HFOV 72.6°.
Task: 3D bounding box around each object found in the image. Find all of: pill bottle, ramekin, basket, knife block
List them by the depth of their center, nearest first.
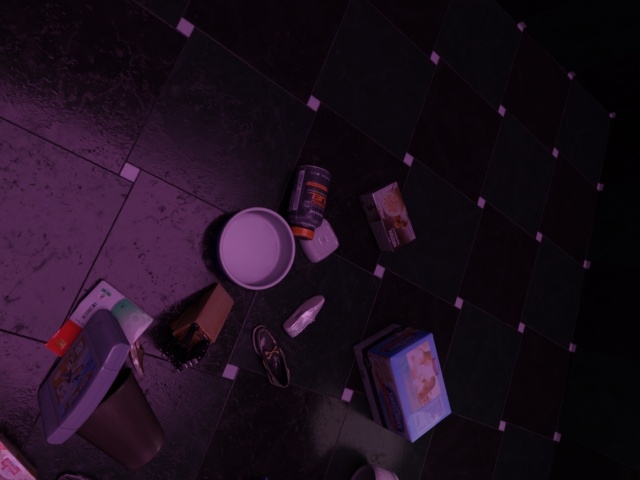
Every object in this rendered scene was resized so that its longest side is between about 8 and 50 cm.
[{"bbox_3d":[-0.551,0.507,1.209,0.204,0.154,0.227,-37,111,-25],"label":"basket"},{"bbox_3d":[-0.345,0.253,1.279,0.275,0.242,0.088,-43,111,-25],"label":"knife block"},{"bbox_3d":[-0.047,-0.126,1.526,0.130,0.130,0.246,16,78,-30],"label":"pill bottle"},{"bbox_3d":[0.190,0.944,1.627,0.109,0.207,0.207,38,71,-16],"label":"ramekin"}]

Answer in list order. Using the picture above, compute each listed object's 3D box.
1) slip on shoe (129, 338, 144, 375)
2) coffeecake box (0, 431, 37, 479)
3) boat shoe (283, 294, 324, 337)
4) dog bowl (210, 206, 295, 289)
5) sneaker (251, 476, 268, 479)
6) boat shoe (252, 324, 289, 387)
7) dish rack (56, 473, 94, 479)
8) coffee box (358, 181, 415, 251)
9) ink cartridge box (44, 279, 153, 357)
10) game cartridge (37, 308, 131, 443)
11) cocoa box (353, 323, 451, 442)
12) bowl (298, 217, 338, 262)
[{"bbox_3d":[-0.535,0.329,1.276,0.041,0.051,0.136,-19,91,-28],"label":"slip on shoe"},{"bbox_3d":[-0.836,0.602,1.076,0.185,0.068,0.142,-38,107,-27],"label":"coffeecake box"},{"bbox_3d":[-0.050,0.274,1.567,0.184,0.066,0.063,-44,125,-27],"label":"boat shoe"},{"bbox_3d":[-0.222,0.026,1.438,0.264,0.104,0.265,0,89,-31],"label":"dog bowl"},{"bbox_3d":[-0.231,0.834,1.461,0.135,0.052,0.058,-7,83,-39],"label":"sneaker"},{"bbox_3d":[-0.163,0.396,1.490,0.081,0.068,0.228,-26,103,-29],"label":"boat shoe"},{"bbox_3d":[-0.693,0.780,1.159,0.208,0.074,0.272,46,67,-24],"label":"dish rack"},{"bbox_3d":[0.267,-0.093,1.741,0.141,0.098,0.247,-27,103,-29],"label":"coffee box"},{"bbox_3d":[-0.609,0.252,1.206,0.181,0.056,0.225,41,68,-9],"label":"ink cartridge box"},{"bbox_3d":[-0.605,0.345,1.106,0.062,0.198,0.297,37,87,-42],"label":"game cartridge"},{"bbox_3d":[0.318,0.538,1.689,0.231,0.227,0.348,-20,100,-30],"label":"cocoa box"},{"bbox_3d":[0.000,0.000,1.605,0.142,0.053,0.142,-35,109,-26],"label":"bowl"}]
